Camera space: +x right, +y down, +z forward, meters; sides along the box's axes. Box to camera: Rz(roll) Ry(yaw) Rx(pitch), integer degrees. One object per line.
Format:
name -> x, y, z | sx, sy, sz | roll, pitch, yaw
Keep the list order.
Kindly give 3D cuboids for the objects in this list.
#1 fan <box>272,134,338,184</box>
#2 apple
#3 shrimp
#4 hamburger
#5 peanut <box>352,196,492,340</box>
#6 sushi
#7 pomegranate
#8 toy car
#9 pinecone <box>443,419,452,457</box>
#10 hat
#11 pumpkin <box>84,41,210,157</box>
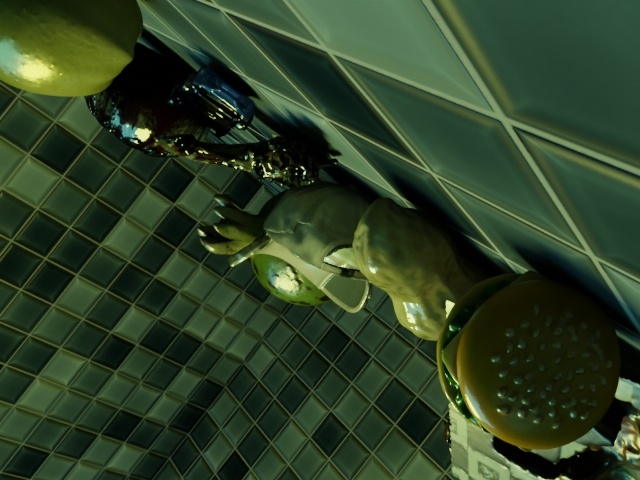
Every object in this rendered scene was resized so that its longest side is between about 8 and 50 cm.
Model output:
fan -> 0.038, -0.081, 1.197 | 0.310, 0.010, 0.182 | 38, 178, 14
apple -> -0.311, -0.262, 0.815 | 0.200, 0.200, 0.200 | 38, 179, 1
shrimp -> -0.113, -0.119, 0.971 | 0.233, 0.071, 0.365 | 6, -174, -15
hamburger -> 0.186, 0.109, 0.631 | 0.162, 0.162, 0.115 | 38, 177, -5
peanut -> 0.123, 0.045, 0.825 | 0.257, 0.123, 0.123 | 38, 179, -43
sushi -> 0.313, 0.239, 0.793 | 0.359, 0.064, 0.343 | 22, 138, 36
pomegranate -> -0.055, 0.004, 1.285 | 0.306, 0.242, 0.242 | 10, -159, -48
toy car -> -0.148, -0.200, 0.981 | 0.103, 0.063, 0.216 | 34, 170, -19
pinecone -> 0.334, 0.303, 1.029 | 0.296, 0.242, 0.298 | -155, 54, -66
hat -> -0.005, 0.005, 1.082 | 0.232, 0.161, 0.275 | 26, 154, -19
pumpkin -> -0.300, -0.248, 1.221 | 0.233, 0.163, 0.233 | 35, -173, -5
